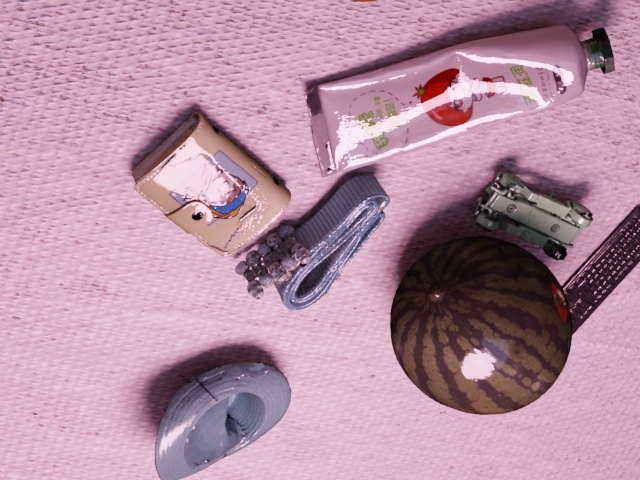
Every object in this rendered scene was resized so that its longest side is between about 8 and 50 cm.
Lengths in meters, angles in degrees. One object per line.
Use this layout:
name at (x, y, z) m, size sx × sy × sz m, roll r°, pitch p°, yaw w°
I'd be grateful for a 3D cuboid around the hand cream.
hand cream at (0.150, -0.160, 1.758) m, size 0.336 × 0.076 × 0.121 m, roll -16°, pitch 128°, yaw 1°

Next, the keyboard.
keyboard at (0.345, 0.044, 2.004) m, size 0.067 × 0.011 × 0.202 m, roll 27°, pitch 113°, yaw -32°

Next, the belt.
belt at (-0.002, -0.003, 1.818) m, size 0.100 × 0.065 × 0.179 m, roll 24°, pitch 113°, yaw -42°

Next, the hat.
hat at (-0.130, 0.201, 1.918) m, size 0.191 × 0.078 × 0.138 m, roll -28°, pitch 141°, yaw -23°

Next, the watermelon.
watermelon at (0.182, 0.097, 1.863) m, size 0.212 × 0.212 × 0.212 m, roll -10°, pitch 128°, yaw -13°

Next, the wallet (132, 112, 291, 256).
wallet at (-0.117, -0.055, 1.748) m, size 0.110 × 0.039 × 0.155 m, roll -42°, pitch 127°, yaw 12°

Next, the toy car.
toy car at (0.245, -0.031, 1.886) m, size 0.143 × 0.054 × 0.073 m, roll 20°, pitch 115°, yaw -26°
